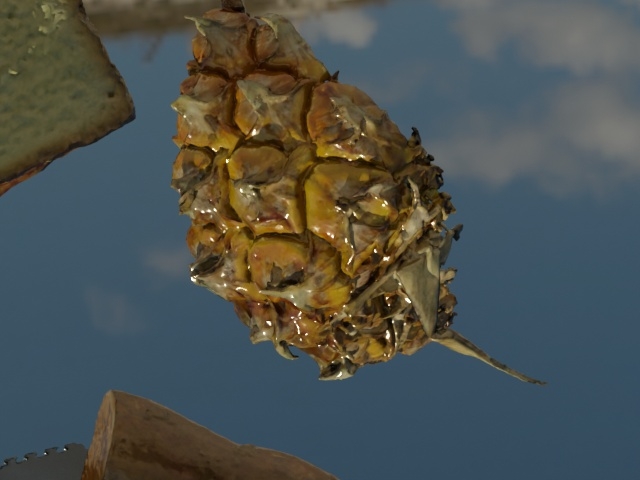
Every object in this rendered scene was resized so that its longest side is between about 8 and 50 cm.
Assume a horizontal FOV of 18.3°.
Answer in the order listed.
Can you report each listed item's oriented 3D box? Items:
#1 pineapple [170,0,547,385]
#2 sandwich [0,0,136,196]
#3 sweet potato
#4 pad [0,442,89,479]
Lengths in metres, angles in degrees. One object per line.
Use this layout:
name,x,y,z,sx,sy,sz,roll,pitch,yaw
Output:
pineapple,0.003,0.000,1.391,0.161,0.334,0.158,-41,-150,-28
sandwich,-0.354,-0.196,1.858,0.262,0.325,0.131,-31,-163,-19
sweet potato,-0.060,0.250,1.816,0.337,0.131,0.131,22,-157,-2
pad,-0.282,0.305,1.762,0.269,0.012,0.269,-10,-131,-27
